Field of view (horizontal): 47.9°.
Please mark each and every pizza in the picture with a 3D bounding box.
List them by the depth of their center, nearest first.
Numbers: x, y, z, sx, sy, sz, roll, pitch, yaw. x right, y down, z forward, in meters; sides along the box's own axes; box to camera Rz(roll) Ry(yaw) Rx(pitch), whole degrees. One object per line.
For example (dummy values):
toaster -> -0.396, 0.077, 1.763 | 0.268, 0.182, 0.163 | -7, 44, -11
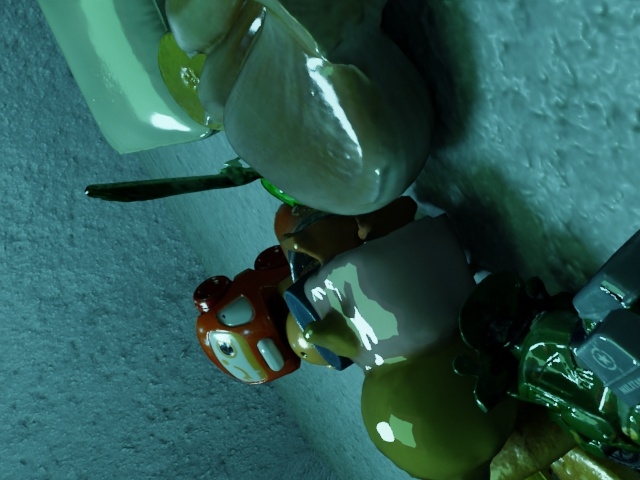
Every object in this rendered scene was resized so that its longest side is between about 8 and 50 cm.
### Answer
pizza -> 0.282, 0.245, 0.708 | 0.131, 0.041, 0.178 | 62, 164, -14

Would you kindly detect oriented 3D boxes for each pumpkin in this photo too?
pumpkin -> -0.134, -0.208, 0.934 | 0.217, 0.110, 0.217 | 49, 158, 28

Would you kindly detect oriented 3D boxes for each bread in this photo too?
bread -> 0.187, 0.185, 0.697 | 0.054, 0.136, 0.154 | 40, 172, -11

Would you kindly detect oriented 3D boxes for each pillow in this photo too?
pillow -> -0.292, -0.289, 1.076 | 0.255, 0.120, 0.322 | -3, 117, 38

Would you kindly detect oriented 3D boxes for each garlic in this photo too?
garlic -> -0.016, -0.148, 0.621 | 0.279, 0.132, 0.325 | 55, 163, 4

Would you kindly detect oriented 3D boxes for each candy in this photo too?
candy -> -0.096, -0.067, 0.758 | 0.097, 0.323, 0.097 | 12, 107, 42

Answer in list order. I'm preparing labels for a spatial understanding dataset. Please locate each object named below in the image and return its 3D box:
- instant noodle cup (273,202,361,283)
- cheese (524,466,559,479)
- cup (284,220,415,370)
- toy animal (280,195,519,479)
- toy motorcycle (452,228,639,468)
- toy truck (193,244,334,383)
instant noodle cup -> -0.001, -0.002, 0.944 | 0.127, 0.127, 0.135 | 64, 172, -30
cheese -> 0.231, 0.260, 0.862 | 0.156, 0.064, 0.250 | 45, 172, 38
cup -> 0.052, 0.069, 0.827 | 0.131, 0.155, 0.176 | 49, 163, 25
toy animal -> 0.090, 0.097, 0.660 | 0.169, 0.195, 0.281 | -26, 82, 64
toy motorcycle -> 0.190, 0.074, 0.493 | 0.187, 0.125, 0.274 | 41, 160, 15
toy truck -> -0.068, 0.146, 1.200 | 0.189, 0.265, 0.239 | 63, 174, -31
